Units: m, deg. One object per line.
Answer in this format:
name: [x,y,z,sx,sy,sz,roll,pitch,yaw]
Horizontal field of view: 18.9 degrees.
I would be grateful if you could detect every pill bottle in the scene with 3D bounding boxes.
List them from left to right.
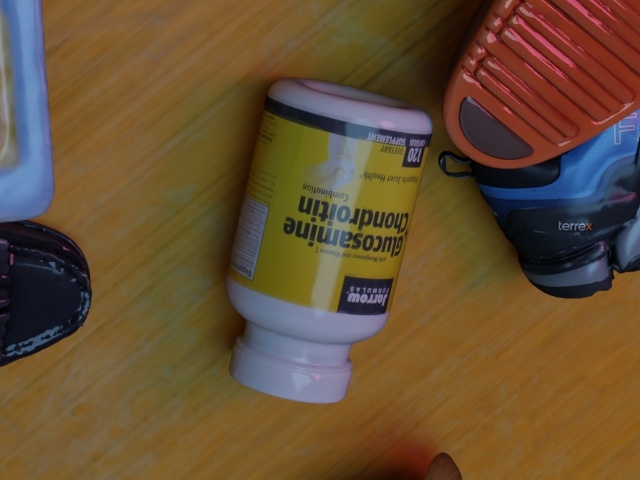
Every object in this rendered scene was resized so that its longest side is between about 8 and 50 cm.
pill bottle: [0.000,0.000,1.164,0.103,0.103,0.184,8,101,-22]

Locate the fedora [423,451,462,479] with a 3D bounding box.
fedora: [0.038,0.224,1.230,0.079,0.194,0.194,10,102,13]

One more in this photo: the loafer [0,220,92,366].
loafer: [-0.270,0.045,1.080,0.302,0.095,0.109,-1,105,-20]

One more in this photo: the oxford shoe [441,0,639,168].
oxford shoe: [0.191,-0.200,1.168,0.130,0.133,0.364,39,91,-29]

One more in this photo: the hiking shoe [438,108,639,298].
hiking shoe: [0.229,-0.098,1.216,0.304,0.113,0.132,-41,114,-6]

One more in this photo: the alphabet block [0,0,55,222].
alphabet block: [-0.251,-0.115,0.990,0.192,0.197,0.193,-6,106,-20]
